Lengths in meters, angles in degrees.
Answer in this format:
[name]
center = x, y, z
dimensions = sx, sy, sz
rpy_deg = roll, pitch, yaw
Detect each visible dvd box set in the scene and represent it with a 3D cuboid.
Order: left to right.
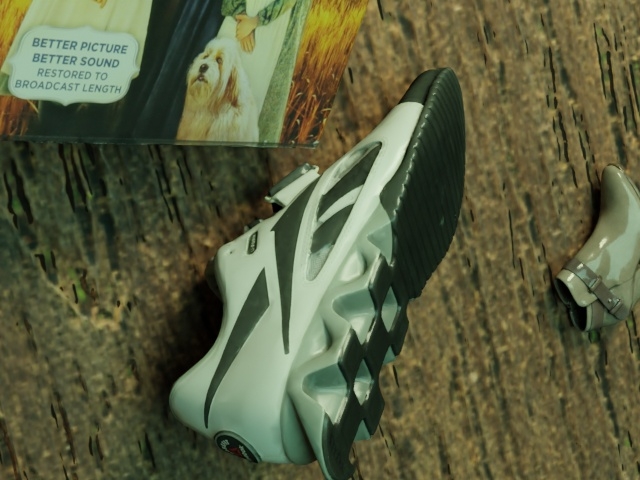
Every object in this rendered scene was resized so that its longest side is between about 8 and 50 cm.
[dvd box set]
center = -0.054, -0.255, 0.879
dimensions = 0.307, 0.062, 0.420
rpy_deg = -1, 118, -47

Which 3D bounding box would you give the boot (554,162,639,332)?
[boot]
center = 0.218, 0.011, 1.197
dimensions = 0.087, 0.042, 0.118
rpy_deg = -31, 109, -20

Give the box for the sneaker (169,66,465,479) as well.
[sneaker]
center = 0.000, 0.000, 1.035
dimensions = 0.330, 0.146, 0.122
rpy_deg = -62, 149, -35
